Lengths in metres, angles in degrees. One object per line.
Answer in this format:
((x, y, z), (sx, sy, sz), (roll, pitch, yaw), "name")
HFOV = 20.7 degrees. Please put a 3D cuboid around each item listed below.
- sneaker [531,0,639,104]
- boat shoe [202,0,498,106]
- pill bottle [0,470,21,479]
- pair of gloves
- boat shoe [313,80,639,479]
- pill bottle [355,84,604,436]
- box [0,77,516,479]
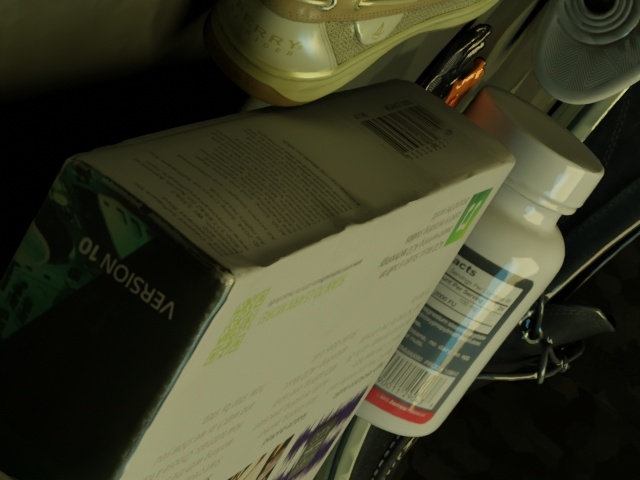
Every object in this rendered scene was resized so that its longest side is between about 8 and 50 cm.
((0.211, -0.169, 1.033), (0.217, 0.079, 0.121), (-54, 169, 12), "sneaker")
((0.027, -0.093, 0.522), (0.153, 0.056, 0.048), (-35, 167, -38), "boat shoe")
((-0.113, 0.110, 0.264), (0.169, 0.169, 0.301), (-52, 170, 4), "pill bottle")
((0.059, -0.074, 0.888), (0.074, 0.010, 0.083), (-48, 168, -11), "pair of gloves")
((0.173, 0.049, 1.490), (0.500, 0.156, 0.187), (-51, 173, 5), "boat shoe")
((0.071, 0.009, 0.967), (0.180, 0.108, 0.108), (-54, 171, 18), "pill bottle")
((-0.073, 0.102, 0.548), (0.322, 0.058, 0.232), (-60, 166, 19), "box")
